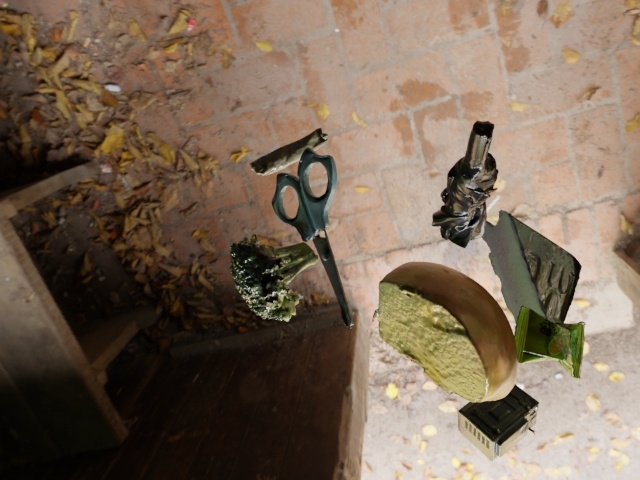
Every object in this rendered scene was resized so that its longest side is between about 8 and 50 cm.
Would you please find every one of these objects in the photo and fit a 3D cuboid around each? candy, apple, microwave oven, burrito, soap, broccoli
[{"bbox_3d":[0.579,0.257,1.229,0.246,0.069,0.149,15,82,-18],"label":"candy"},{"bbox_3d":[0.292,0.199,1.101,0.309,0.314,0.252,28,94,37],"label":"apple"},{"bbox_3d":[0.649,0.643,1.785,0.241,0.194,0.145,-28,125,-21],"label":"microwave oven"},{"bbox_3d":[-0.099,-0.283,1.591,0.275,0.082,0.059,-31,136,-14],"label":"burrito"},{"bbox_3d":[0.554,0.105,1.384,0.302,0.159,0.257,31,74,-9],"label":"soap"},{"bbox_3d":[-0.113,0.090,1.364,0.263,0.243,0.247,61,151,1],"label":"broccoli"}]

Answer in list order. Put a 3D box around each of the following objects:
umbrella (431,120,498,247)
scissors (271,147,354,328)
[{"bbox_3d":[0.263,-0.097,0.880,0.118,0.118,0.340,-2,156,8],"label":"umbrella"},{"bbox_3d":[-0.001,0.000,0.963,0.191,0.029,0.360,-32,68,39],"label":"scissors"}]
